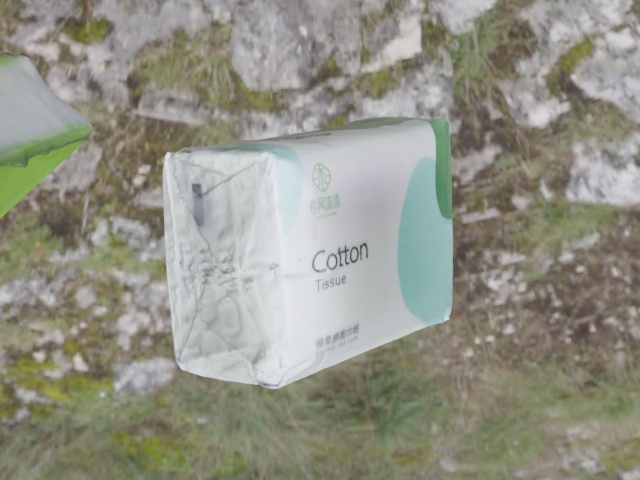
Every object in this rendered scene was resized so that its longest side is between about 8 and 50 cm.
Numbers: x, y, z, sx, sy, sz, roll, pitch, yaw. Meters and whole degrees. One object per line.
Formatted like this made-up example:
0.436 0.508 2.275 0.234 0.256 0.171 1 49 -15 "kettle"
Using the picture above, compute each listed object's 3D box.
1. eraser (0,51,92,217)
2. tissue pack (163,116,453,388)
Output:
-0.313 -0.008 0.837 0.274 0.210 0.092 -39 90 22 "eraser"
0.001 0.000 1.422 0.194 0.356 0.266 6 104 37 "tissue pack"
